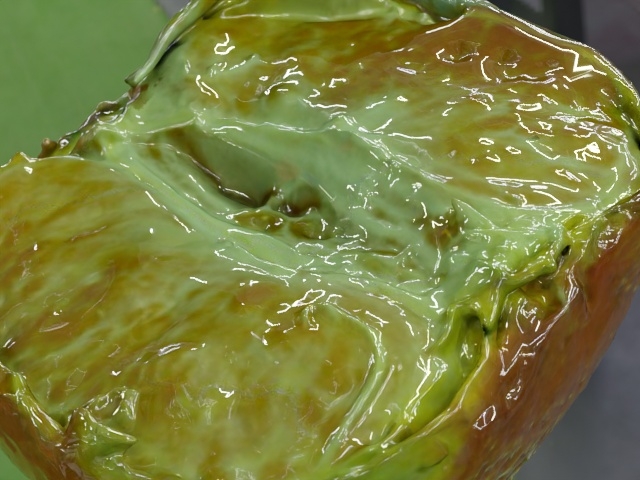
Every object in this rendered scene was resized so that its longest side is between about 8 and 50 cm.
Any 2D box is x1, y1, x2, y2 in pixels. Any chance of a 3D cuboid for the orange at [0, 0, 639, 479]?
[{"bbox_3d":[-0.002,0.006,0.653,0.262,0.196,0.334,30,63,14],"label":"orange"}]
